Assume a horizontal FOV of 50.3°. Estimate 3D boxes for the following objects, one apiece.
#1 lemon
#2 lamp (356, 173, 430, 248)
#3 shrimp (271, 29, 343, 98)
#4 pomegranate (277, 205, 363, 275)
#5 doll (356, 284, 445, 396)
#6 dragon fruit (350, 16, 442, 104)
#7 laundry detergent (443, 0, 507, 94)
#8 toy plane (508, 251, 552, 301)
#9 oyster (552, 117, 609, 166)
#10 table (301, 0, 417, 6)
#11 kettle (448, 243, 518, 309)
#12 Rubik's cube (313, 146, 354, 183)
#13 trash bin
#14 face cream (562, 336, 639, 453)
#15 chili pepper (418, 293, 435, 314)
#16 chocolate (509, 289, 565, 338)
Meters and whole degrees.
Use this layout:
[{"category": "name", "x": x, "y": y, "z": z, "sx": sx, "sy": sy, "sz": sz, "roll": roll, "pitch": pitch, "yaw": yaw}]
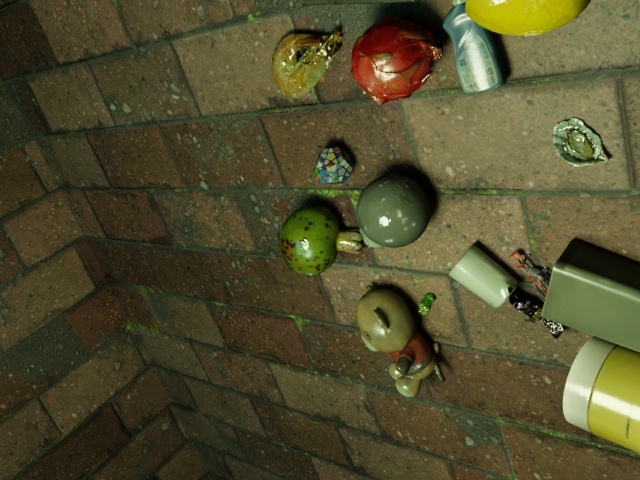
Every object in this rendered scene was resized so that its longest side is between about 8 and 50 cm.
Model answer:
[{"category": "lemon", "x": 0.362, "y": -0.463, "z": 1.139, "sx": 0.219, "sy": 0.240, "sz": 0.240, "roll": 12, "pitch": 132, "yaw": 11}, {"category": "lamp", "x": 0.156, "y": -0.067, "z": 1.741, "sx": 0.182, "sy": 0.182, "sz": 0.314, "roll": 56, "pitch": 160, "yaw": -8}, {"category": "shrimp", "x": -0.036, "y": -0.451, "z": 1.682, "sx": 0.267, "sy": 0.061, "sz": 0.145, "roll": -24, "pitch": 93, "yaw": 53}, {"category": "pomegranate", "x": 0.000, "y": 0.000, "z": 1.934, "sx": 0.248, "sy": 0.202, "sz": 0.202, "roll": 7, "pitch": 131, "yaw": 6}, {"category": "doll", "x": 0.222, "y": 0.282, "z": 1.941, "sx": 0.174, "sy": 0.235, "sz": 0.330, "roll": -32, "pitch": 109, "yaw": 9}, {"category": "dragon fruit", "x": 0.154, "y": -0.388, "z": 1.460, "sx": 0.209, "sy": 0.172, "sz": 0.172, "roll": -31, "pitch": 97, "yaw": 42}, {"category": "laundry detergent", "x": 0.307, "y": -0.402, "z": 1.376, "sx": 0.097, "sy": 0.061, "sz": 0.206, "roll": 1, "pitch": 121, "yaw": 47}, {"category": "toy plane", "x": 0.503, "y": 0.079, "z": 1.603, "sx": 0.145, "sy": 0.037, "sz": 0.060, "roll": 47, "pitch": 153, "yaw": -2}, {"category": "oyster", "x": 0.520, "y": -0.197, "z": 1.367, "sx": 0.098, "sy": 0.037, "sz": 0.100, "roll": -9, "pitch": 94, "yaw": 28}, {"category": "table", "x": 0.101, "y": -0.634, "z": 1.259, "sx": 0.272, "sy": 0.222, "sz": 0.334, "roll": 15, "pitch": 131, "yaw": 39}, {"category": "kettle", "x": 0.397, "y": 0.098, "z": 1.676, "sx": 0.148, "sy": 0.098, "sz": 0.126, "roll": 39, "pitch": 136, "yaw": 9}, {"category": "Rubik's cube", "x": 0.035, "y": -0.195, "z": 1.792, "sx": 0.093, "sy": 0.111, "sz": 0.111, "roll": 43, "pitch": 150, "yaw": 52}, {"category": "trash bin", "x": 0.620, "y": 0.122, "z": 1.457, "sx": 0.241, "sy": 0.122, "sz": 0.164, "roll": 22, "pitch": 133, "yaw": 29}, {"category": "face cream", "x": 0.667, "y": 0.335, "z": 1.488, "sx": 0.179, "sy": 0.218, "sz": 0.218, "roll": 19, "pitch": 133, "yaw": 44}, {"category": "chili pepper", "x": 0.295, "y": 0.176, "z": 1.900, "sx": 0.030, "sy": 0.034, "sz": 0.091, "roll": 13, "pitch": 138, "yaw": -7}, {"category": "chocolate", "x": 0.519, "y": 0.176, "z": 1.641, "sx": 0.147, "sy": 0.072, "sz": 0.070, "roll": 26, "pitch": 92, "yaw": 22}]
